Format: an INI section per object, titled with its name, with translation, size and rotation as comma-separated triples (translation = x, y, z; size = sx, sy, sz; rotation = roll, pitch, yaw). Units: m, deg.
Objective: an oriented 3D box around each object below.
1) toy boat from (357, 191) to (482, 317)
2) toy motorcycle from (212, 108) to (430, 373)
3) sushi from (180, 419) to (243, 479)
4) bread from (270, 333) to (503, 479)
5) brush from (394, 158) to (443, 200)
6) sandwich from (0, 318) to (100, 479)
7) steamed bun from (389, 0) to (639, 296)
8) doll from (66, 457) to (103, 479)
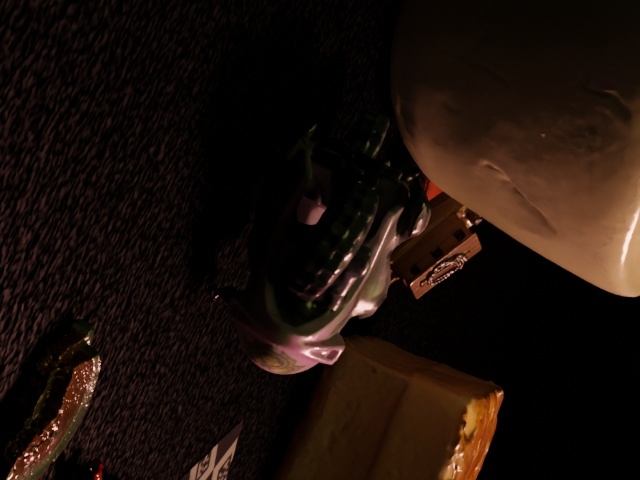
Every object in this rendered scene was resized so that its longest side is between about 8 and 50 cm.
[toy boat]
translation = 0.110, 0.018, 1.812
size = 0.200, 0.077, 0.057
rotation = -37, 152, -2
[toy motorcycle]
translation = 0.000, 0.000, 1.382
size = 0.188, 0.143, 0.327
rotation = -63, -176, 19
[sushi]
translation = -0.145, 0.373, 1.528
size = 0.339, 0.068, 0.320
rotation = -36, 146, -65
[bread]
translation = 0.078, 0.267, 1.928
size = 0.279, 0.207, 0.279
rotation = -66, 166, 0
[brush]
translation = 0.116, -0.036, 1.939
size = 0.323, 0.051, 0.070
rotation = 47, 60, -72
[sandwich]
translation = -0.181, 0.115, 1.060
size = 0.067, 0.029, 0.135
rotation = 90, 26, -60
[steamed bun]
translation = 0.266, -0.186, 1.572
size = 0.290, 0.371, 0.456
rotation = -17, 131, -43
[doll]
translation = -0.168, 0.223, 1.238
size = 0.169, 0.057, 0.109
rotation = 62, 34, -57
